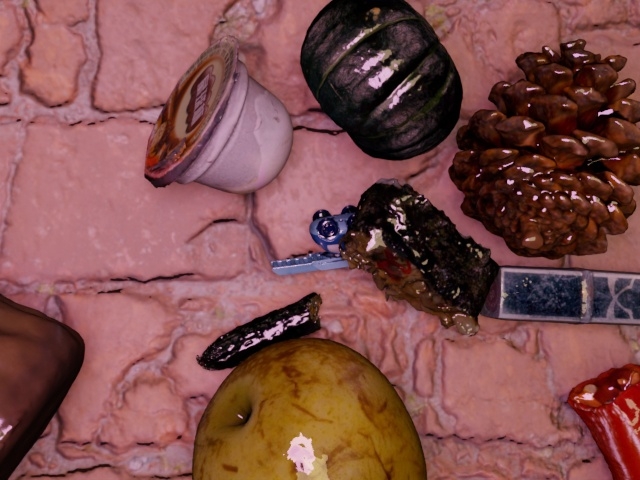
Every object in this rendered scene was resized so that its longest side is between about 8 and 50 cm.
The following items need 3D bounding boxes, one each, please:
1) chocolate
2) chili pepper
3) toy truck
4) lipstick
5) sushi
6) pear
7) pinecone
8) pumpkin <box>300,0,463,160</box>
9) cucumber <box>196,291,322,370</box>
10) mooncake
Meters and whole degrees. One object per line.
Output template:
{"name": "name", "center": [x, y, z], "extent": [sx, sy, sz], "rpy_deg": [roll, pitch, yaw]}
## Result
{"name": "chocolate", "center": [-0.115, -0.125, 0.919], "extent": [0.147, 0.221, 0.221], "rpy_deg": [36, 84, -31]}
{"name": "chili pepper", "center": [0.460, 0.338, 0.992], "extent": [0.131, 0.134, 0.338], "rpy_deg": [-23, 90, -21]}
{"name": "toy truck", "center": [0.000, 0.000, 0.976], "extent": [0.136, 0.063, 0.074], "rpy_deg": [-7, 109, -5]}
{"name": "lipstick", "center": [0.368, 0.077, 1.014], "extent": [0.289, 0.076, 0.077], "rpy_deg": [3, 86, -10]}
{"name": "sushi", "center": [0.115, 0.021, 0.932], "extent": [0.212, 0.147, 0.115], "rpy_deg": [39, 80, -27]}
{"name": "pear", "center": [-0.010, 0.257, 0.870], "extent": [0.283, 0.283, 0.284], "rpy_deg": [0, 88, -8]}
{"name": "pinecone", "center": [0.290, -0.111, 0.938], "extent": [0.244, 0.244, 0.309], "rpy_deg": [29, 68, -6]}
{"name": "pumpkin", "center": [0.076, -0.203, 0.913], "extent": [0.162, 0.220, 0.220], "rpy_deg": [-34, 93, 13]}
{"name": "cucumber", "center": [-0.075, 0.123, 0.966], "extent": [0.181, 0.053, 0.053], "rpy_deg": [-24, 92, -6]}
{"name": "mooncake", "center": [-0.408, 0.196, 0.783], "extent": [0.187, 0.324, 0.324], "rpy_deg": [33, 84, -5]}
